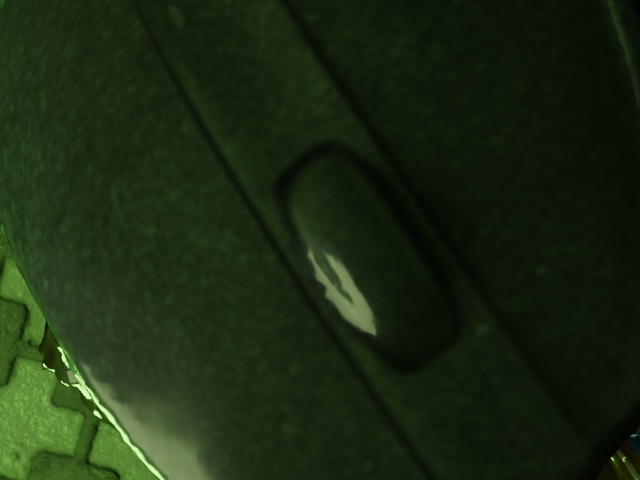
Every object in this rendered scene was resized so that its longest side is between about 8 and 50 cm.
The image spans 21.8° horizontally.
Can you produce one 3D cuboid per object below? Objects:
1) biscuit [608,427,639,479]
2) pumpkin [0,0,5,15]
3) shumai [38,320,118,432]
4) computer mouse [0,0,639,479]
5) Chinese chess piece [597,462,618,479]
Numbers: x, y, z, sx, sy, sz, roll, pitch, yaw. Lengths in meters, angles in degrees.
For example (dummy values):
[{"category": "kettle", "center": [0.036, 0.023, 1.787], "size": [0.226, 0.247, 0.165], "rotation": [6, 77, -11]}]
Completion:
[{"category": "biscuit", "center": [0.141, 0.083, 0.628], "size": [0.180, 0.039, 0.236], "rotation": [58, 176, 24]}, {"category": "pumpkin", "center": [-0.165, -0.179, 1.235], "size": [0.300, 0.207, 0.300], "rotation": [53, 165, 21]}, {"category": "shumai", "center": [0.016, 0.028, 0.725], "size": [0.218, 0.189, 0.256], "rotation": [49, 132, 15]}, {"category": "computer mouse", "center": [-0.017, -0.059, 0.534], "size": [0.114, 0.203, 0.374], "rotation": [48, -172, -41]}, {"category": "Chinese chess piece", "center": [0.120, 0.160, 0.866], "size": [0.273, 0.102, 0.273], "rotation": [59, 173, 11]}]
